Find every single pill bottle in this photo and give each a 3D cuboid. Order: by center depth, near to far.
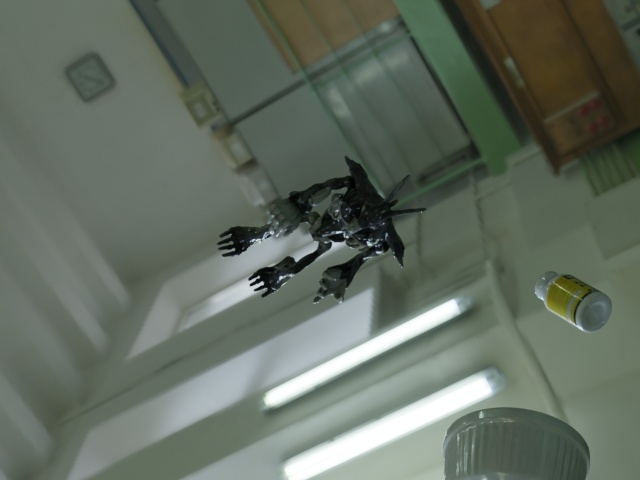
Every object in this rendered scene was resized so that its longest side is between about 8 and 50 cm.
[{"bbox_3d":[0.379,0.089,1.706,0.065,0.065,0.116,52,170,-34],"label":"pill bottle"}]

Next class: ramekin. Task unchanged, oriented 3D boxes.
[{"bbox_3d":[0.267,0.334,1.567,0.207,0.207,0.109,52,-142,-35],"label":"ramekin"}]

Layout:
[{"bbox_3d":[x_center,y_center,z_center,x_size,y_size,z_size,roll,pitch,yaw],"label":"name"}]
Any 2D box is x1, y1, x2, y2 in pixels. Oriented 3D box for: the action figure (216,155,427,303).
[{"bbox_3d":[0.000,0.000,1.459,0.164,0.275,0.141,58,-140,-12],"label":"action figure"}]
